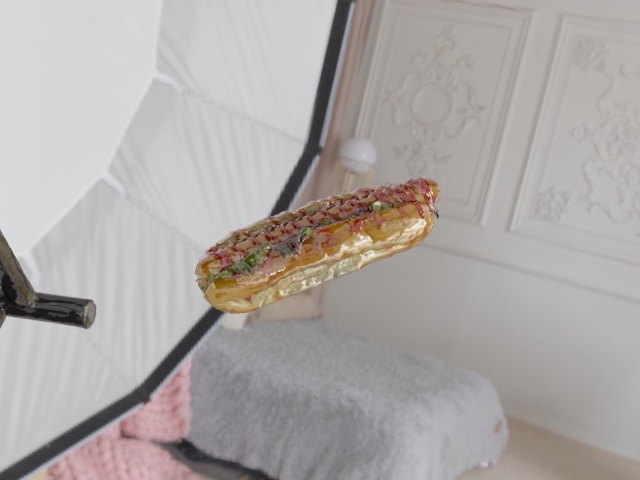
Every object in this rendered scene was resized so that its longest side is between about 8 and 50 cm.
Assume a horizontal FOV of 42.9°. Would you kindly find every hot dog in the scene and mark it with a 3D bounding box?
[{"bbox_3d":[0.000,-0.002,0.447,0.144,0.038,0.062,-20,23,-11],"label":"hot dog"}]

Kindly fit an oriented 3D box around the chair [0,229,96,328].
[{"bbox_3d":[-0.231,0.014,0.259,0.260,0.141,0.154,7,-39,10],"label":"chair"}]
